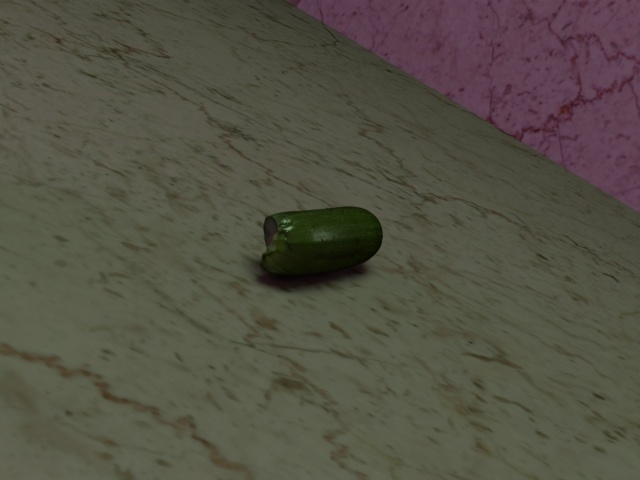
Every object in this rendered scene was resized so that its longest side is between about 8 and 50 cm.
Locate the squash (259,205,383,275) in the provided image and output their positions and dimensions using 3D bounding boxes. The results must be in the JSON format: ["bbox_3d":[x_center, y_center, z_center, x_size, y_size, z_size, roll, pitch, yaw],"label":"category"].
[{"bbox_3d":[0.000,0.000,1.363,0.069,0.069,0.239,29,15,21],"label":"squash"}]
